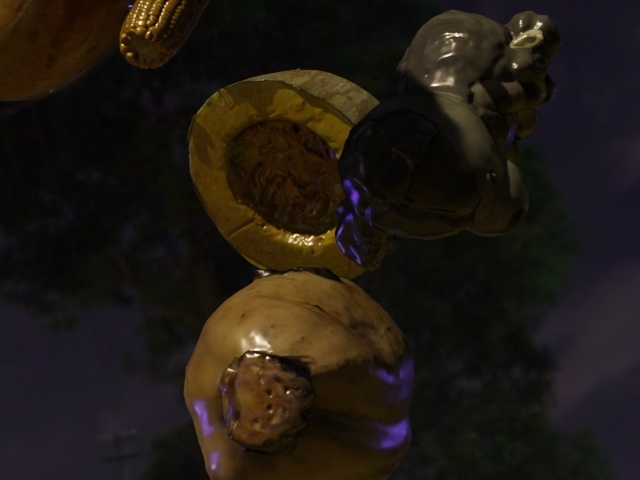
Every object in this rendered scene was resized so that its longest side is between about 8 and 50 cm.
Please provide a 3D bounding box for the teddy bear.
[{"bbox_3d":[0.092,-0.055,1.167,0.144,0.251,0.171,31,-42,2],"label":"teddy bear"}]

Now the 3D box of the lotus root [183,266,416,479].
[{"bbox_3d":[-0.015,0.092,0.942,0.140,0.154,0.257,-5,-6,12],"label":"lotus root"}]

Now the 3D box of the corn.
[{"bbox_3d":[-0.150,-0.246,1.541,0.068,0.207,0.068,9,-50,11],"label":"corn"}]

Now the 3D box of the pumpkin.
[{"bbox_3d":[-0.008,-0.075,1.421,0.110,0.217,0.217,-46,3,-39],"label":"pumpkin"}]

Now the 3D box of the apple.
[{"bbox_3d":[-0.309,-0.281,1.614,0.264,0.264,0.264,-11,-22,-5],"label":"apple"}]
